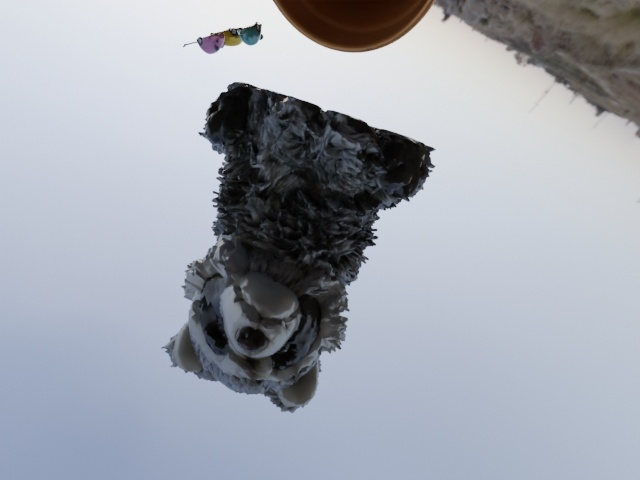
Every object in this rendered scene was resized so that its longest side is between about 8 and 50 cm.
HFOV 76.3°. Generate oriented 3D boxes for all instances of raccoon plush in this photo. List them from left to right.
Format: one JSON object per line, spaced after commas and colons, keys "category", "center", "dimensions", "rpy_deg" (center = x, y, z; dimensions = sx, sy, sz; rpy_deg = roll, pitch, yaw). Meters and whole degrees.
{"category": "raccoon plush", "center": [0.000, 0.000, 0.514], "dimensions": [0.216, 0.299, 0.446], "rpy_deg": [23, -164, 17]}

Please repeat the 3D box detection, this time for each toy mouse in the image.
{"category": "toy mouse", "center": [-0.155, -0.353, 0.716], "dimensions": [0.161, 0.031, 0.143], "rpy_deg": [-24, -147, -18]}

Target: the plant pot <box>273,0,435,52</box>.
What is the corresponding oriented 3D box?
{"category": "plant pot", "center": [0.069, -0.469, 0.614], "dimensions": [0.290, 0.291, 0.203], "rpy_deg": [28, -129, 0]}
